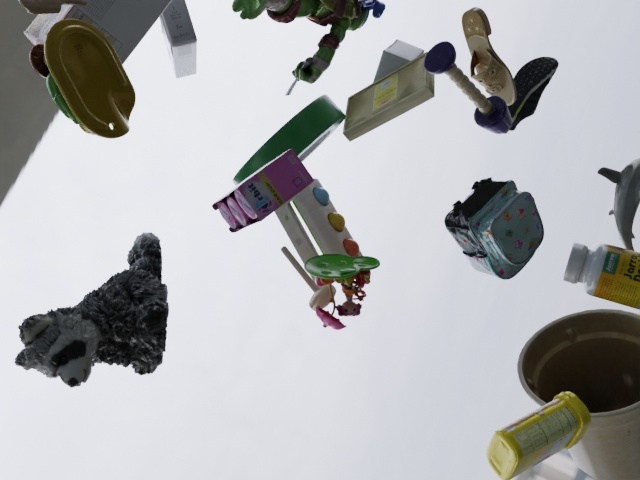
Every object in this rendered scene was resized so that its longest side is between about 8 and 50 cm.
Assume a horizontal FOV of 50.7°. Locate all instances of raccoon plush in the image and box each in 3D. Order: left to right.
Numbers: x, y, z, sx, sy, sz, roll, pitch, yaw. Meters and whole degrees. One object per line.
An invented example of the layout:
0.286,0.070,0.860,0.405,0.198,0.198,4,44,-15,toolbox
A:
-0.514,0.151,1.530,0.299,0.446,0.216,5,-63,-20,raccoon plush

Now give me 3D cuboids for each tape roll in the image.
-0.078,-0.226,1.685,0.321,0.077,0.321,-42,3,3,tape roll

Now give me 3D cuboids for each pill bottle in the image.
0.629,0.073,1.429,0.117,0.208,0.118,-53,-28,-44,pill bottle

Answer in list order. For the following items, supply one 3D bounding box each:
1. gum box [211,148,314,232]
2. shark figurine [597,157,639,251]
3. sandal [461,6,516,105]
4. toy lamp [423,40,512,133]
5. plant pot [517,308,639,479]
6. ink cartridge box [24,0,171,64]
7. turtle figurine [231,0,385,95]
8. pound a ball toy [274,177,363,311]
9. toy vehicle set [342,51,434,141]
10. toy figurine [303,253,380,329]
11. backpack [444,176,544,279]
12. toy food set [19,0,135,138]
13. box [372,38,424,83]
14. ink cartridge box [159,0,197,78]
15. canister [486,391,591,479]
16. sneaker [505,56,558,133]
-0.098,-0.074,1.074,0.107,0.188,0.062,-39,-81,-20,gum box
0.703,-0.071,1.490,0.166,0.116,0.278,12,-102,-29,shark figurine
0.361,-0.398,1.530,0.079,0.088,0.240,-38,-67,-29,sandal
0.319,-0.308,1.419,0.274,0.080,0.080,29,-98,-41,toy lamp
0.662,0.383,1.570,0.334,0.333,0.305,-47,-56,-35,plant pot
-0.395,-0.454,1.248,0.130,0.272,0.309,37,-89,-38,ink cartridge box
-0.063,-0.348,1.049,0.266,0.274,0.198,6,-87,-56,turtle figurine
0.000,0.000,1.720,0.135,0.319,0.208,-36,-13,28,pound a ball toy
0.180,-0.380,1.793,0.035,0.267,0.166,43,-142,-32,toy vehicle set
0.050,0.125,1.534,0.173,0.130,0.159,-6,-68,-12,toy figurine
0.372,-0.016,1.396,0.166,0.144,0.188,-44,-56,-21,backpack
-0.359,-0.245,0.989,0.128,0.071,0.218,-45,-63,-52,toy food set
0.212,-0.461,1.917,0.130,0.091,0.170,-51,-17,-52,box
-0.367,-0.565,1.664,0.066,0.296,0.261,-16,-88,-11,ink cartridge box
0.395,0.359,1.234,0.170,0.073,0.126,-20,-40,-21,canister
0.559,-0.394,1.841,0.235,0.084,0.097,-48,-45,3,sneaker
